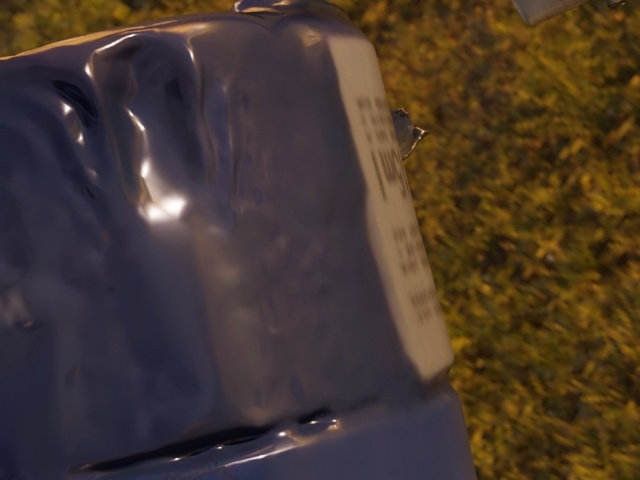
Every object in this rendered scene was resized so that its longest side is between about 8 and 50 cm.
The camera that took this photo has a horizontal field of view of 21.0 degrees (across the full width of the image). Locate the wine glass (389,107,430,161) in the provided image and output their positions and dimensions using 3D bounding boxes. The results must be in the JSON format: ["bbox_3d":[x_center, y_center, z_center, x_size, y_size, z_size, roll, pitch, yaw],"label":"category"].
[{"bbox_3d":[0.000,0.000,1.157,0.122,0.122,0.183,49,142,49],"label":"wine glass"}]

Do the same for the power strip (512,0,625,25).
[{"bbox_3d":[0.024,-0.239,0.672,0.043,0.367,0.106,-24,22,33],"label":"power strip"}]

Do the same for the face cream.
[{"bbox_3d":[-0.078,0.049,0.631,0.249,0.249,0.225,-16,85,40],"label":"face cream"}]
